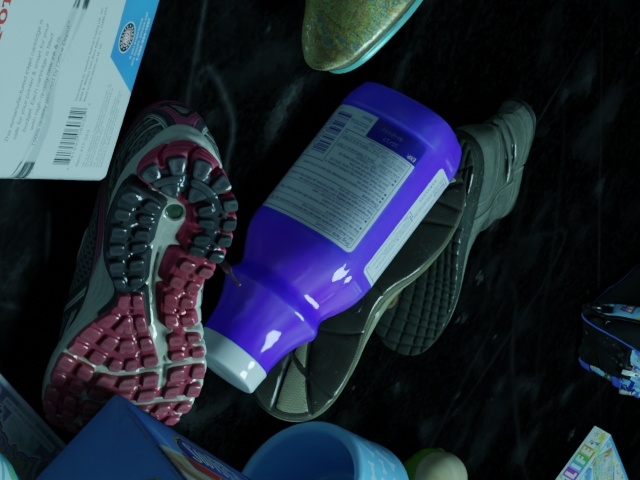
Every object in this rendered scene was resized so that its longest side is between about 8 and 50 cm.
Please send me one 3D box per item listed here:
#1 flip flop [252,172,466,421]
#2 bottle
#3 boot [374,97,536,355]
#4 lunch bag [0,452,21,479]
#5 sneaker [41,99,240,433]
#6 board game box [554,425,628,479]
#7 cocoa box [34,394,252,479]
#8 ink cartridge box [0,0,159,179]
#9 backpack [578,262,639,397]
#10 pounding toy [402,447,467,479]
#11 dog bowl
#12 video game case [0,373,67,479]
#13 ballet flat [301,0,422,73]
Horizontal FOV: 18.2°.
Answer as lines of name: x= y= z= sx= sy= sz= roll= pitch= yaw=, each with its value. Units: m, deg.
flip flop: x=0.030 y=0.040 z=1.802 sx=0.277 sy=0.112 sz=0.080 roll=-60 pitch=175 yaw=-6
bottle: x=0.000 y=0.000 z=1.696 sx=0.283 sy=0.118 sz=0.092 roll=-53 pitch=149 yaw=-14
boot: x=0.142 y=-0.012 z=1.940 sx=0.161 sy=0.083 sz=0.246 roll=-22 pitch=134 yaw=-54
lunch bag: x=-0.315 y=0.204 z=1.346 sx=0.219 sy=0.176 sz=0.090 roll=-52 pitch=148 yaw=-16
sneaker: x=-0.135 y=0.033 z=1.544 sx=0.121 sy=0.112 sz=0.299 roll=12 pitch=122 yaw=-19
board game box: x=0.344 y=0.313 z=2.548 sx=0.103 sy=0.026 sz=0.154 roll=-52 pitch=148 yaw=-15
cocoa box: x=-0.160 y=0.341 z=1.539 sx=0.347 sy=0.228 sz=0.231 roll=-46 pitch=137 yaw=3
ink cartridge box: x=-0.203 y=-0.117 z=1.314 sx=0.191 sy=0.082 sz=0.139 roll=0 pitch=111 yaw=-61
backpack: x=0.407 y=0.117 z=2.337 sx=0.158 sy=0.173 sz=0.117 roll=-36 pitch=141 yaw=-37
pounding toy: x=0.075 y=0.302 z=2.053 sx=0.237 sy=0.110 sz=0.183 roll=138 pitch=-47 yaw=-78
dog bowl: x=-0.021 y=0.299 z=1.827 sx=0.074 sy=0.166 sz=0.297 roll=48 pitch=47 yaw=-44
video game case: x=-0.285 y=0.193 z=1.529 sx=0.183 sy=0.023 sz=0.201 roll=-52 pitch=148 yaw=-15
ballet flat: x=0.075 y=-0.291 z=1.593 sx=0.348 sy=0.123 sz=0.123 roll=-51 pitch=148 yaw=-15
